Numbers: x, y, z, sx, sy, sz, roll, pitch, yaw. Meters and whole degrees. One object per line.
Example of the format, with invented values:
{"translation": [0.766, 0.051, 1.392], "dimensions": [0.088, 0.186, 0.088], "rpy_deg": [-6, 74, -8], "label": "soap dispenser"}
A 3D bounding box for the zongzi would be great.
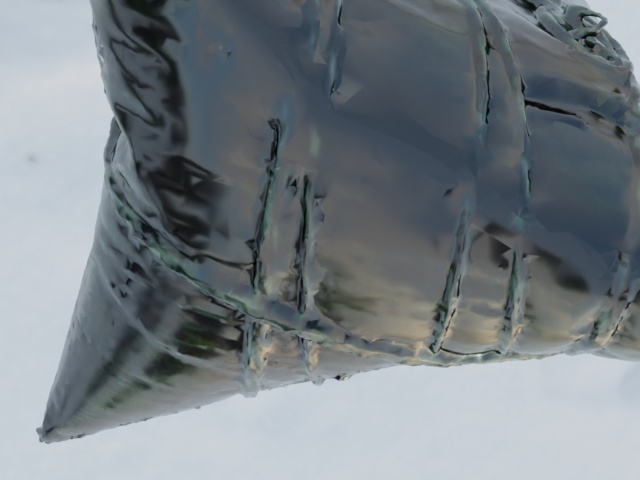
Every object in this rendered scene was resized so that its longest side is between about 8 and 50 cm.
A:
{"translation": [0.000, 0.000, 0.990], "dimensions": [0.383, 0.319, 0.362], "rpy_deg": [11, 126, -22], "label": "zongzi"}
